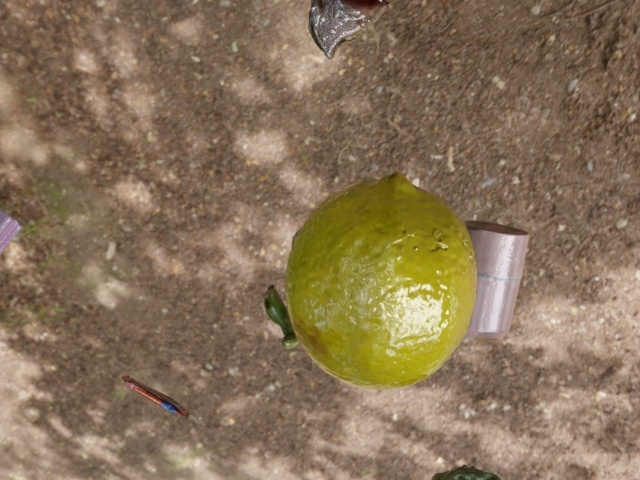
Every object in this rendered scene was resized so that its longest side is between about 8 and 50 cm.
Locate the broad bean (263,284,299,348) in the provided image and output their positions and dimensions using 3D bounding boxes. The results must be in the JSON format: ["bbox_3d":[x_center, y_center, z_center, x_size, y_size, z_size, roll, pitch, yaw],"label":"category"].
[{"bbox_3d":[-0.097,0.182,1.518,0.070,0.213,0.048,27,111,-37],"label":"broad bean"}]

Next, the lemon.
[{"bbox_3d":[0.076,0.056,0.809,0.267,0.267,0.267,18,129,24],"label":"lemon"}]

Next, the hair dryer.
[{"bbox_3d":[0.372,0.062,1.326,0.125,0.352,0.210,13,102,24],"label":"hair dryer"}]

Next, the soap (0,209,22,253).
[{"bbox_3d":[-0.862,0.007,1.578,0.122,0.203,0.065,26,164,17],"label":"soap"}]

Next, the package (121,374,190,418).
[{"bbox_3d":[-0.425,0.407,1.638,0.200,0.022,0.083,32,172,0],"label":"package"}]

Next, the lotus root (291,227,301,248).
[{"bbox_3d":[-0.002,-0.001,1.394,0.165,0.088,0.088,-18,109,37],"label":"lotus root"}]

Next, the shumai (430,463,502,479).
[{"bbox_3d":[0.260,0.481,1.084,0.184,0.142,0.184,-11,70,33],"label":"shumai"}]

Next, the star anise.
[{"bbox_3d":[0.062,-0.305,0.647,0.099,0.220,0.214,31,133,-7],"label":"star anise"}]
